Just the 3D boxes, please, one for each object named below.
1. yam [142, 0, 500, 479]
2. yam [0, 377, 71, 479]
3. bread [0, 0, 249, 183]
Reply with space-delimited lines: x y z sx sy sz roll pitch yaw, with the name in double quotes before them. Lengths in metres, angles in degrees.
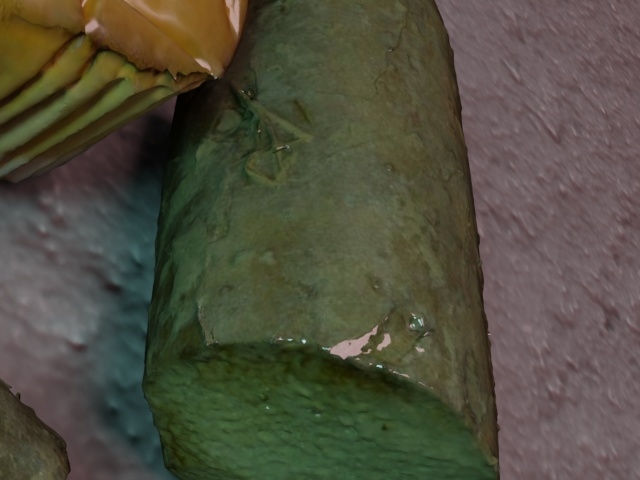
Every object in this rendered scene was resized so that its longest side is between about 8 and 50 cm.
"yam" 0.000 0.000 0.559 0.161 0.161 0.268 31 43 -32
"yam" -0.157 0.064 0.366 0.183 0.107 0.107 40 38 -27
"bread" -0.175 -0.140 0.465 0.288 0.156 0.204 16 60 -47
